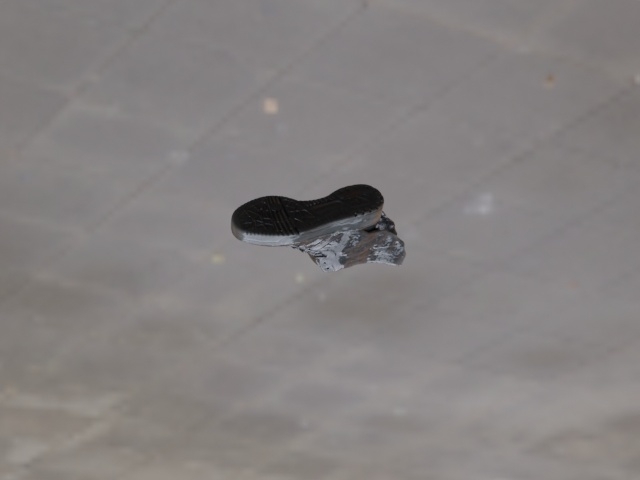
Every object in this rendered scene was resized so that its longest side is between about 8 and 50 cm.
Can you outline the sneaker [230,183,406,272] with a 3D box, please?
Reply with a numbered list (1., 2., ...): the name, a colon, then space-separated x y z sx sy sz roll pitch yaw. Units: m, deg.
1. sneaker: -0.001 -0.002 1.764 0.170 0.051 0.089 -11 142 -18
